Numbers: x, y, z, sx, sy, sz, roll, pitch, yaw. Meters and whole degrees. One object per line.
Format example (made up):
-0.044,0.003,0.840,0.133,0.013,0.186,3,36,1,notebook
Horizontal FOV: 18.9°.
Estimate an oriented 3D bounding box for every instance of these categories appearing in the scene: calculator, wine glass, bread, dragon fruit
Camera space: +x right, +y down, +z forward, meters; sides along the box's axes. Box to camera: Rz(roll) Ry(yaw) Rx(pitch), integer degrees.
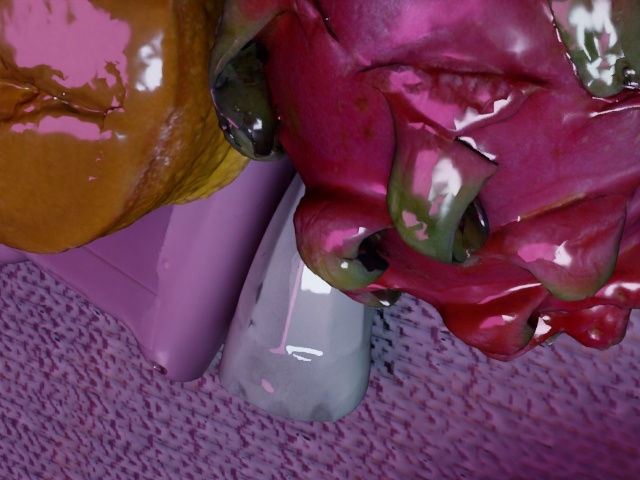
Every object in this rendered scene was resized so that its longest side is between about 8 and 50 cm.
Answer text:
-0.093,-0.080,0.947,0.194,0.043,0.294,32,122,27,calculator
0.000,0.000,0.887,0.073,0.073,0.155,26,117,30,wine glass
-0.141,-0.108,0.860,0.270,0.143,0.195,35,121,32,bread
0.077,-0.094,0.721,0.272,0.198,0.218,-59,36,13,dragon fruit
